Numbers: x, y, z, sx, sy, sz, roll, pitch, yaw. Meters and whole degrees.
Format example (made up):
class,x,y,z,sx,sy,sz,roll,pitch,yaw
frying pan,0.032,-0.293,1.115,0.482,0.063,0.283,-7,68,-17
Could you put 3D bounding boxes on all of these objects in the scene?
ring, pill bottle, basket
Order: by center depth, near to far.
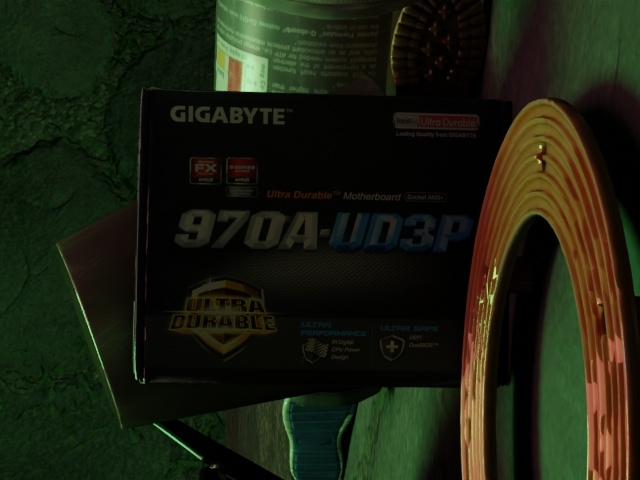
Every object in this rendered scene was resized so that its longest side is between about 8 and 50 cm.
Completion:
class,x,y,z,sx,sy,sz,roll,pitch,yaw
ring,0.118,0.096,0.952,0.336,0.032,0.336,180,90,-82
basket,-0.044,0.023,1.228,0.154,0.227,0.204,-168,60,-79
pill bottle,0.003,-0.132,1.365,0.162,0.162,0.278,-105,18,-65

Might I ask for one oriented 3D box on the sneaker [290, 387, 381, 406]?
class,x,y,z,sx,sy,sz,roll,pitch,yaw
sneaker,0.018,0.070,1.484,0.296,0.105,0.146,-98,8,-82

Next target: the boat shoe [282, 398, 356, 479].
class,x,y,z,sx,sy,sz,roll,pitch,yaw
boat shoe,-0.005,0.151,1.760,0.183,0.066,0.066,99,171,-47

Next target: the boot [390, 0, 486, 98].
class,x,y,z,sx,sy,sz,roll,pitch,yaw
boot,0.072,-0.118,1.243,0.084,0.059,0.158,-91,5,-53

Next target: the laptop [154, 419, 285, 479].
class,x,y,z,sx,sy,sz,roll,pitch,yaw
laptop,-0.043,0.238,1.264,0.137,0.234,0.264,-22,48,39

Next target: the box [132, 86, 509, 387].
class,x,y,z,sx,sy,sz,roll,pitch,yaw
box,0.000,0.000,1.135,0.051,0.220,0.175,169,103,-83

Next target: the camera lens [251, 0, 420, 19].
class,x,y,z,sx,sy,sz,roll,pitch,yaw
camera lens,0.015,-0.269,1.055,0.274,0.219,0.219,108,162,-66
